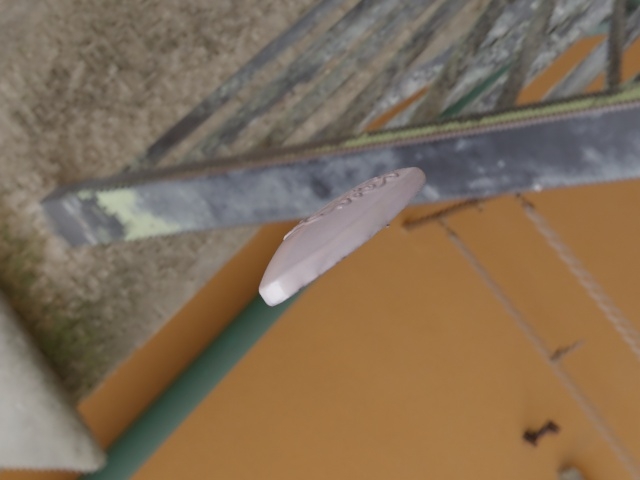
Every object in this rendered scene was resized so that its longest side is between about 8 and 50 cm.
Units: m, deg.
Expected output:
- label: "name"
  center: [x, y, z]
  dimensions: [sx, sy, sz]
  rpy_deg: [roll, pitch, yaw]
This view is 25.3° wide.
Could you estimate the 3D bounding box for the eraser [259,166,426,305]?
- label: "eraser"
  center: [-0.001, -0.001, 1.728]
  dimensions: [0.204, 0.243, 0.059]
  rpy_deg: [-29, 98, 42]
